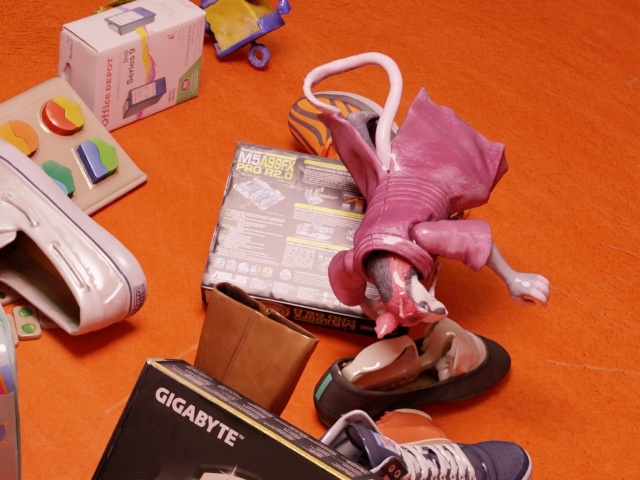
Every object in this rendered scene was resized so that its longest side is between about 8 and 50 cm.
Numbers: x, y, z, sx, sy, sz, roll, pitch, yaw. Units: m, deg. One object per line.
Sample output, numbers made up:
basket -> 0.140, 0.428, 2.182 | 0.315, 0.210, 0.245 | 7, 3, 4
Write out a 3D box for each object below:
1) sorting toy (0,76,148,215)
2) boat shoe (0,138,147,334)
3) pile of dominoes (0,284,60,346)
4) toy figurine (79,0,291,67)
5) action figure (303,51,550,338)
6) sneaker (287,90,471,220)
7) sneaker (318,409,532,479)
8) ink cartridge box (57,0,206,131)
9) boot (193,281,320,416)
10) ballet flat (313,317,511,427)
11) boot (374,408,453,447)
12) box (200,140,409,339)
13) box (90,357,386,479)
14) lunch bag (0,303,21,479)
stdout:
sorting toy -> -0.363, -0.125, 2.066 | 0.208, 0.038, 0.193 | 47, 46, 7
boat shoe -> -0.395, 0.000, 1.853 | 0.367, 0.136, 0.156 | 39, 41, 19
pile of dominoes -> -0.423, 0.063, 1.861 | 0.251, 0.040, 0.196 | -22, 46, -34
toy figurine -> -0.174, -0.351, 2.375 | 0.362, 0.217, 0.191 | -24, 15, 36
action figure -> 0.110, -0.039, 1.752 | 0.248, 0.275, 0.370 | -18, 30, 23
sneaker -> 0.043, -0.097, 2.092 | 0.321, 0.124, 0.180 | 32, 42, 29
sneaker -> 0.106, 0.242, 1.600 | 0.282, 0.153, 0.099 | -17, 37, -20
ink cartridge box -> -0.281, -0.264, 2.231 | 0.212, 0.154, 0.093 | -25, 49, -38
boot -> -0.057, 0.217, 1.522 | 0.096, 0.280, 0.264 | 10, 20, -47
ballet flat -> 0.122, 0.151, 1.797 | 0.280, 0.096, 0.095 | -16, 46, -29
boot -> 0.071, 0.231, 1.719 | 0.158, 0.059, 0.084 | 2, 33, -22
box -> 0.000, 0.000, 1.930 | 0.270, 0.060, 0.216 | 10, 65, 3
box -> -0.080, 0.297, 1.433 | 0.322, 0.257, 0.079 | 29, 9, 24
lunch bag -> -0.400, 0.144, 1.609 | 0.108, 0.224, 0.279 | -6, 33, -24
